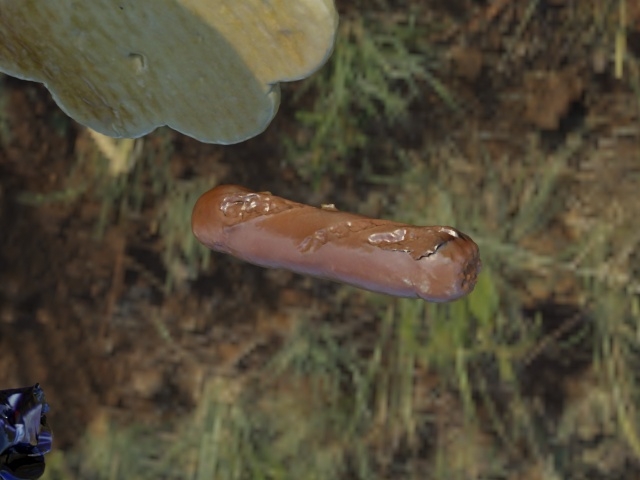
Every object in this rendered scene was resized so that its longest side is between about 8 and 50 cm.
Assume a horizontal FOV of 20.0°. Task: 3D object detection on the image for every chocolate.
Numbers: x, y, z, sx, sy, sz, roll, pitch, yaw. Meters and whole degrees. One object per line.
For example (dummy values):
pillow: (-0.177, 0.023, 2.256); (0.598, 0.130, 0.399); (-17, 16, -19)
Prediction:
chocolate: (-0.326, 0.166, 1.461); (0.126, 0.148, 0.343); (35, -174, 17)

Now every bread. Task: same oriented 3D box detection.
bread: (-0.134, -0.197, 1.316); (0.316, 0.054, 0.316); (9, 132, 10)

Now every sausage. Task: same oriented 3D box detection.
sausage: (0.000, 0.000, 0.805); (0.158, 0.036, 0.042); (13, 172, 39)
